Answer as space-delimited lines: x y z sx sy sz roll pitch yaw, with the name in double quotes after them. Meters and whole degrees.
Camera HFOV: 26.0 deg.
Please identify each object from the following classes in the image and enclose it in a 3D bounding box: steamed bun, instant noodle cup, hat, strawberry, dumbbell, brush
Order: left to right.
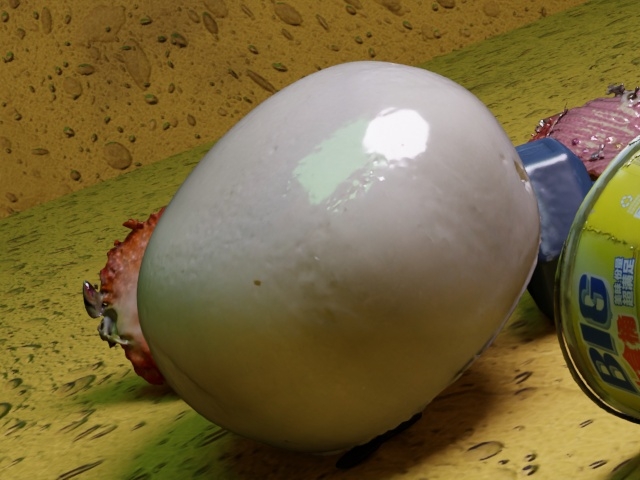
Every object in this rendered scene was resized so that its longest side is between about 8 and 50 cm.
-0.100 0.048 1.313 0.236 0.175 0.107 -7 -5 28 "strawberry"
0.000 0.000 1.053 0.324 0.206 0.324 -41 18 17 "steamed bun"
0.044 0.146 1.021 0.083 0.008 0.024 -27 12 -31 "brush"
0.330 -0.111 1.455 0.237 0.107 0.286 -15 14 -33 "hat"
0.308 -0.047 1.152 0.316 0.156 0.143 -18 -17 3 "dumbbell"
0.260 0.031 0.801 0.205 0.205 0.153 -24 20 -20 "instant noodle cup"
